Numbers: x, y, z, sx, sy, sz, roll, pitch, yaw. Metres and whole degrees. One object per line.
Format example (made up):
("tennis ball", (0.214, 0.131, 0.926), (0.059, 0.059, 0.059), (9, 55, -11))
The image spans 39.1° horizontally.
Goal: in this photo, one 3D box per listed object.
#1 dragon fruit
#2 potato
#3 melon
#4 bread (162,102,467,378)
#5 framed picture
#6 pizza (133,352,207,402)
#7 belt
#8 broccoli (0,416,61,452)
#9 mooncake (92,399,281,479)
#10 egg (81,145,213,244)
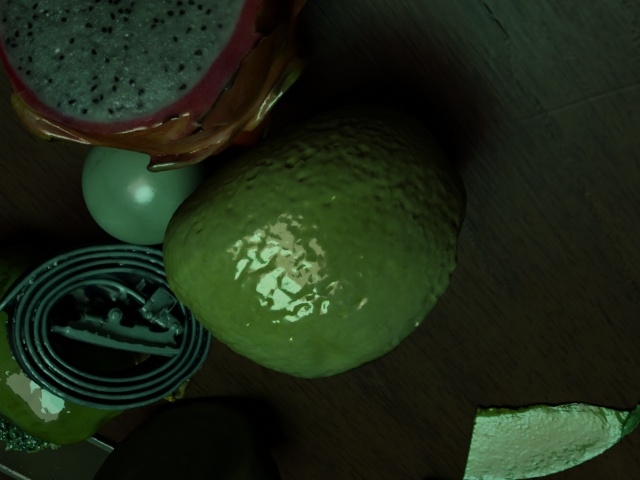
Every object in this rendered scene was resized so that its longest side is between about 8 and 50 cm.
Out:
("dragon fruit", (-0.148, -0.210, 0.892), (0.306, 0.226, 0.305), (-1, 86, 15))
("potato", (-0.390, 0.137, 1.225), (0.304, 0.216, 0.216), (44, 132, 19))
("melon", (0.306, 0.256, 1.218), (0.262, 0.053, 0.114), (-18, 100, 24))
("bread", (-0.007, -0.009, 0.950), (0.320, 0.320, 0.237), (-27, 110, 32))
("framed picture", (-0.497, 0.355, 1.563), (0.293, 0.018, 0.231), (30, 129, -5))
("pizza", (-0.238, 0.175, 1.314), (0.182, 0.062, 0.161), (-10, 123, 23))
("belt", (-0.267, 0.101, 1.103), (0.268, 0.206, 0.116), (2, 178, -26))
("broccoli", (-0.432, 0.242, 1.398), (0.220, 0.194, 0.194), (-7, 126, -5))
("mooncake", (-0.192, 0.376, 1.305), (0.284, 0.284, 0.155), (-13, 121, 26))
("egg", (-0.203, -0.070, 1.058), (0.149, 0.149, 0.192), (37, 156, -10))
